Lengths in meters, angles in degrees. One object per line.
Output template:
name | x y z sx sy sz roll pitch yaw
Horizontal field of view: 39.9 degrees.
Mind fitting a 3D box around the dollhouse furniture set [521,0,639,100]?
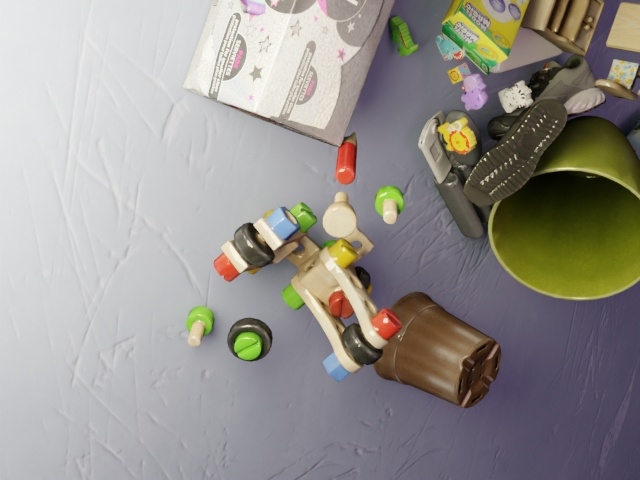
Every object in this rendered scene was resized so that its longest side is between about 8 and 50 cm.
dollhouse furniture set | 0.472 -0.347 1.392 0.161 0.242 0.212 12 99 -49

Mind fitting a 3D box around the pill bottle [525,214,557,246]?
pill bottle | 0.410 -0.010 1.681 0.137 0.078 0.078 -32 129 -33

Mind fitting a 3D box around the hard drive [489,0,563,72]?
hard drive | 0.346 -0.443 1.427 0.203 0.040 0.307 -23 124 -39

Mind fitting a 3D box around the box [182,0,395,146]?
box | -0.027 -0.259 1.038 0.163 0.142 0.247 15 97 -50

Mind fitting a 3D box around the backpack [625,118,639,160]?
backpack | 0.696 -0.160 1.870 0.188 0.144 0.165 -34 136 -28

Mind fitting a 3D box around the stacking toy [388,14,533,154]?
stacking toy | 0.212 -0.257 1.303 0.167 0.052 0.221 -34 100 -34

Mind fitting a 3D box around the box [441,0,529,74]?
box | 0.244 -0.335 1.296 0.105 0.043 0.179 37 57 -19

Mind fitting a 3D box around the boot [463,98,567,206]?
boot | 0.299 -0.136 1.391 0.198 0.137 0.077 -44 95 5

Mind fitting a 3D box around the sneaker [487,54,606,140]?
sneaker | 0.383 -0.247 1.539 0.272 0.100 0.108 -28 103 -32

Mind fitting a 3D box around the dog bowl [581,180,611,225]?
dog bowl | 0.597 -0.025 1.636 0.166 0.297 0.074 -37 133 4

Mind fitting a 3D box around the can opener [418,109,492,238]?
can opener | 0.231 -0.100 1.439 0.074 0.093 0.280 -56 142 -19

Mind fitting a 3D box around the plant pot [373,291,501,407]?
plant pot | 0.204 0.192 1.492 0.167 0.165 0.166 -23 123 -39

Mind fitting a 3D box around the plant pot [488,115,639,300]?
plant pot | 0.461 -0.091 1.566 0.293 0.275 0.274 -62 149 -48

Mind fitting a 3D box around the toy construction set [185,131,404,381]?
toy construction set | 0.000 0.000 1.171 0.237 0.258 0.308 -82 -166 -63
